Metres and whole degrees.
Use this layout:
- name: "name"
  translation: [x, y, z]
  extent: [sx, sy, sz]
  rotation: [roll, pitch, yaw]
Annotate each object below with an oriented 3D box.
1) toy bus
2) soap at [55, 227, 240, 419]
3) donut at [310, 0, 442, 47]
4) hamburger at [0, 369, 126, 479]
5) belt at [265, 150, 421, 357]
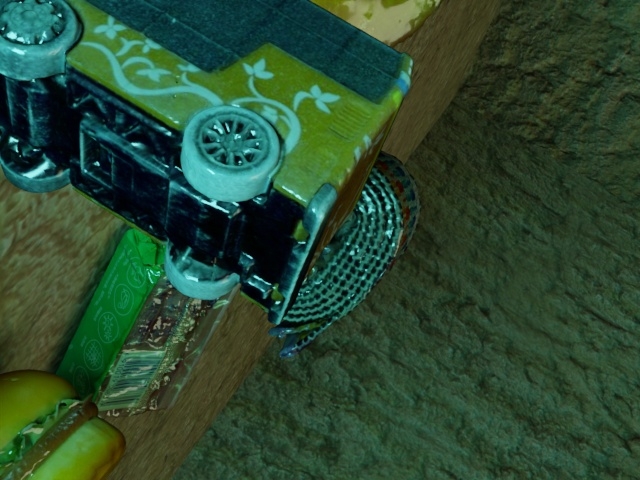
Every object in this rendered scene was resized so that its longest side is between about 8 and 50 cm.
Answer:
- name: "toy bus"
  translation: [-0.097, -0.095, 0.503]
  extent: [0.167, 0.275, 0.138]
  rotation: [-55, 173, -34]
- name: "soap"
  translation: [-0.222, 0.112, 1.058]
  extent: [0.218, 0.098, 0.273]
  rotation: [0, 125, -54]
- name: "donut"
  translation: [0.013, -0.275, 0.656]
  extent: [0.253, 0.253, 0.118]
  rotation: [-55, -148, -13]
- name: "hamburger"
  translation: [-0.324, 0.235, 0.816]
  extent: [0.246, 0.170, 0.246]
  rotation: [-46, 179, -1]
- name: "belt"
  translation: [0.000, 0.000, 1.156]
  extent: [0.295, 0.207, 0.160]
  rotation: [-46, 174, 20]
